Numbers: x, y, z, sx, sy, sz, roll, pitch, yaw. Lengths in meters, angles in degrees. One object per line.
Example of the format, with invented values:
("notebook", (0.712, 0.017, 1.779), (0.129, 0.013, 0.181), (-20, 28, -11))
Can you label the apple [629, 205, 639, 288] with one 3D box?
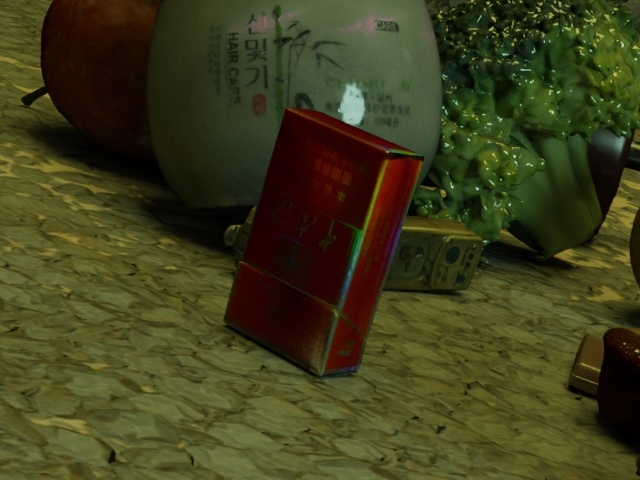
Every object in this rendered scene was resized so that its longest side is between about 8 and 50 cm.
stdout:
("apple", (0.396, 0.008, 1.780), (0.196, 0.196, 0.196), (15, 13, -3))

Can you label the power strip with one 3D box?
("power strip", (0.043, 0.009, 1.628), (0.305, 0.064, 0.044), (4, 20, -43))

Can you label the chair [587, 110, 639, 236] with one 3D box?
("chair", (0.449, -0.079, 2.143), (0.401, 0.226, 0.226), (15, 13, 1))

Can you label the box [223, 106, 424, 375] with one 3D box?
("box", (-0.001, 0.000, 1.360), (0.112, 0.175, 0.048), (25, 14, 39))

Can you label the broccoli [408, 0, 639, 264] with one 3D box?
("broccoli", (0.195, -0.116, 1.932), (0.348, 0.281, 0.293), (-29, 13, -8))

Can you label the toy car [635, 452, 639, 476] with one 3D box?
("toy car", (0.337, 0.096, 1.225), (0.198, 0.166, 0.314), (23, 42, 9))

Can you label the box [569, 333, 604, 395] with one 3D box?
("box", (0.235, 0.107, 1.528), (0.048, 0.025, 0.115), (22, 14, 7))

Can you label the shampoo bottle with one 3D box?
("shampoo bottle", (-0.025, -0.156, 1.690), (0.273, 0.266, 0.273), (-2, -1, 0))

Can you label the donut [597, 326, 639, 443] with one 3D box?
("donut", (0.296, 0.127, 1.402), (0.184, 0.073, 0.166), (24, 17, 27))

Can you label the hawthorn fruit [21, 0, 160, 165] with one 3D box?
("hawthorn fruit", (-0.179, -0.205, 1.879), (0.263, 0.235, 0.231), (37, -8, 21))
